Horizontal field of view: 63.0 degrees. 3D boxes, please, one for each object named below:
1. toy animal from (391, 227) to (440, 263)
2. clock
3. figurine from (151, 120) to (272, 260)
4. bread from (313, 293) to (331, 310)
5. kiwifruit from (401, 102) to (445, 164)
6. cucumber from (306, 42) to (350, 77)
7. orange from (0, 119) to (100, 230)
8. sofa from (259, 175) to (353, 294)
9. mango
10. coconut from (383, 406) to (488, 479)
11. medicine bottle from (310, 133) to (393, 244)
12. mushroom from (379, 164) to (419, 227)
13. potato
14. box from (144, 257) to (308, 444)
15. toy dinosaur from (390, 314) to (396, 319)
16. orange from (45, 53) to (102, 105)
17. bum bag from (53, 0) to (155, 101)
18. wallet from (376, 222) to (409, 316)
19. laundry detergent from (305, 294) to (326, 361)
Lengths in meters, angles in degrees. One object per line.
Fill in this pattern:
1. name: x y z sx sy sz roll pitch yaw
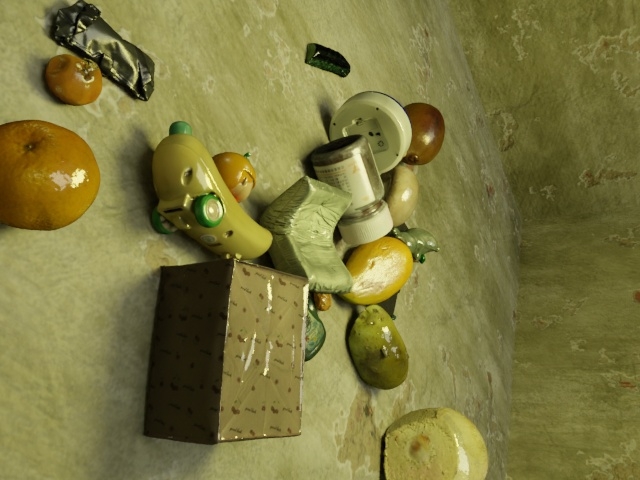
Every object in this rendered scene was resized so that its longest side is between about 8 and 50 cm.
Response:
1. toy animal: 0.277 0.010 1.686 0.236 0.108 0.138 12 42 -40
2. clock: 0.141 -0.304 1.494 0.083 0.231 0.230 -52 126 -49
3. figurine: -0.197 -0.083 1.017 0.324 0.124 0.222 45 44 -48
4. bread: -0.002 0.105 1.347 0.052 0.044 0.157 -12 94 -64
5. kiwifruit: 0.349 -0.379 1.886 0.196 0.196 0.233 42 49 -46
6. cucumber: 0.025 -0.539 1.544 0.220 0.046 0.070 -7 81 -58
7. orange: -0.380 -0.082 0.700 0.136 0.159 0.158 113 -3 -53
8. sofa: 0.000 0.000 1.197 0.210 0.176 0.225 14 46 -55
9. mango: 0.159 0.088 1.512 0.317 0.119 0.176 -32 96 -38
10. coconut: 0.353 0.649 1.565 0.254 0.297 0.297 37 53 -47
11. medicine bottle: 0.090 -0.139 1.440 0.165 0.165 0.273 -48 124 -51
12. mushroom: 0.197 -0.145 1.618 0.204 0.204 0.204 19 67 -55
13. potato: 0.186 0.324 1.492 0.160 0.111 0.271 -37 120 -31
14. box: -0.159 0.197 0.942 0.225 0.191 0.296 22 64 -53
15. toy dinosaur: 0.172 0.246 1.570 0.154 0.049 0.055 -7 97 -40
16. orange: -0.378 -0.250 0.814 0.086 0.062 0.086 11 76 -56
17. bum bag: -0.351 -0.321 0.885 0.198 0.049 0.087 37 58 -49
18. wallet: 0.218 0.078 1.702 0.197 0.051 0.377 52 44 -37
19. laundry detergent: -0.064 0.161 1.210 0.144 0.078 0.221 -48 121 -53
